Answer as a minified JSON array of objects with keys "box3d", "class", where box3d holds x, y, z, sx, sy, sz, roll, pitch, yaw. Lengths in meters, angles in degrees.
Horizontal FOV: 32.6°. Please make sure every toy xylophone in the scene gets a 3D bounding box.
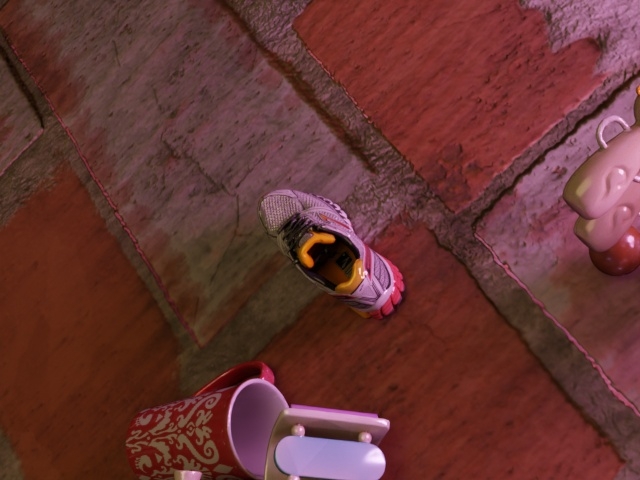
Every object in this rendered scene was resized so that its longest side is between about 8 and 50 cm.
[{"box3d":[-0.030,0.327,1.083,0.236,0.081,0.322,0,72,-13],"class":"toy xylophone"}]

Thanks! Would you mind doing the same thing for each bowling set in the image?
[{"box3d":[0.323,-0.029,0.997,0.154,0.287,0.200,-49,18,0],"class":"bowling set"}]

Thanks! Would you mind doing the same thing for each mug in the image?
[{"box3d":[-0.121,0.220,1.258,0.169,0.150,0.113,-16,99,33],"class":"mug"}]

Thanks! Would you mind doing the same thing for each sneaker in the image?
[{"box3d":[0.000,0.000,1.254,0.225,0.093,0.088,37,94,39],"class":"sneaker"}]
